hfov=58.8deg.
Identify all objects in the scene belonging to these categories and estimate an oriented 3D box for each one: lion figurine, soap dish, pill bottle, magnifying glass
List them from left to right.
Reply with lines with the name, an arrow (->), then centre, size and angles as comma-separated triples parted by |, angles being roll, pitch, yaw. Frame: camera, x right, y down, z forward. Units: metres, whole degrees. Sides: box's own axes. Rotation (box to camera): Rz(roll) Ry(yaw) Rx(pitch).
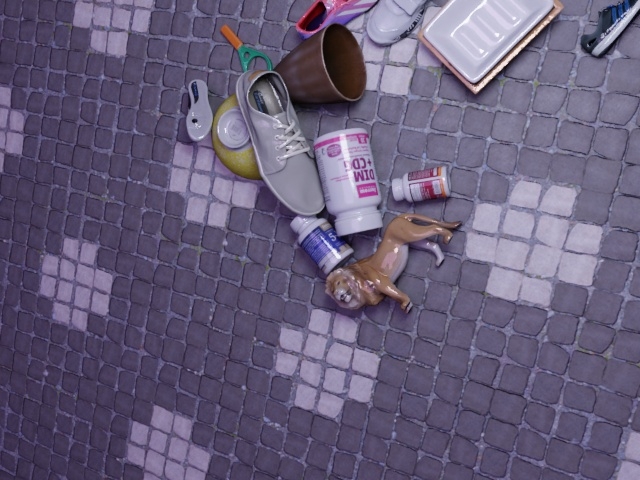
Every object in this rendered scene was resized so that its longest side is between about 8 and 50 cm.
magnifying glass -> -0.234, -0.586, 1.780 | 0.092, 0.026, 0.231 | -43, 80, 18
pill bottle -> 0.000, 0.000, 1.678 | 0.112, 0.112, 0.186 | -45, 79, 17
pill bottle -> 0.084, -0.162, 1.611 | 0.161, 0.160, 0.282 | -13, 89, 21
lion figurine -> 0.200, 0.051, 1.610 | 0.240, 0.142, 0.392 | 36, 92, 21
pill bottle -> 0.280, -0.153, 1.577 | 0.152, 0.086, 0.085 | -8, 91, 21
soap dish -> 0.435, -0.560, 1.476 | 0.291, 0.118, 0.229 | -45, 78, 17

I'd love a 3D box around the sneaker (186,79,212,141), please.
sneaker -> -0.378, -0.383, 1.788 | 0.079, 0.121, 0.216 | 0, 68, -9

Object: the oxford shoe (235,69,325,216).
oxford shoe -> -0.105, -0.275, 1.598 | 0.130, 0.169, 0.449 | -11, 104, 62

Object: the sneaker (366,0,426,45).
sneaker -> 0.240, -0.688, 1.492 | 0.366, 0.210, 0.137 | -45, 78, 17

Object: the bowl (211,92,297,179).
bowl -> -0.224, -0.331, 1.721 | 0.290, 0.156, 0.289 | 1, 93, 21

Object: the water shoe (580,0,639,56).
water shoe -> 0.725, -0.554, 1.391 | 0.080, 0.073, 0.203 | 42, 106, 16

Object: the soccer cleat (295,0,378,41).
soccer cleat -> 0.064, -0.678, 1.609 | 0.318, 0.116, 0.108 | -37, 81, 19

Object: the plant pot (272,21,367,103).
plant pot -> -0.022, -0.476, 1.624 | 0.231, 0.215, 0.215 | -8, 91, 36
